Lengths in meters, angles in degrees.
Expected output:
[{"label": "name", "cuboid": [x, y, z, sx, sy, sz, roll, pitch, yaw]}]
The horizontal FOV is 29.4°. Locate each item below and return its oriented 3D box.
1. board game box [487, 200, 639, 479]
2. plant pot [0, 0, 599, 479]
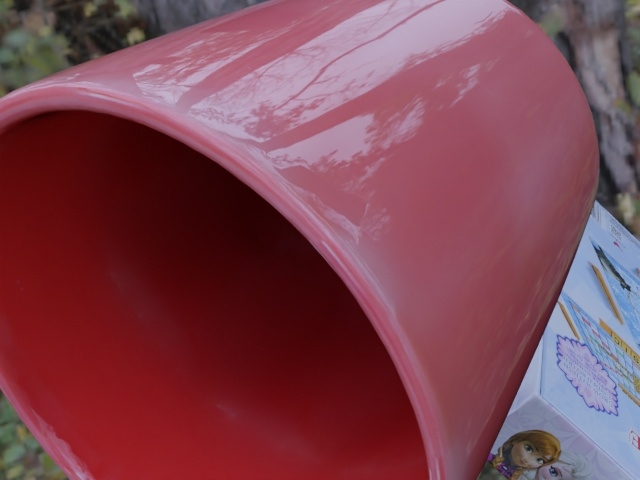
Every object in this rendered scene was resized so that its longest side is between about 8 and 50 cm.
[{"label": "board game box", "cuboid": [0.252, 0.129, 0.909, 0.066, 0.319, 0.318, -41, 15, 30]}, {"label": "plant pot", "cuboid": [0.000, 0.000, 0.598, 0.275, 0.275, 0.243, 3, 33, 36]}]
